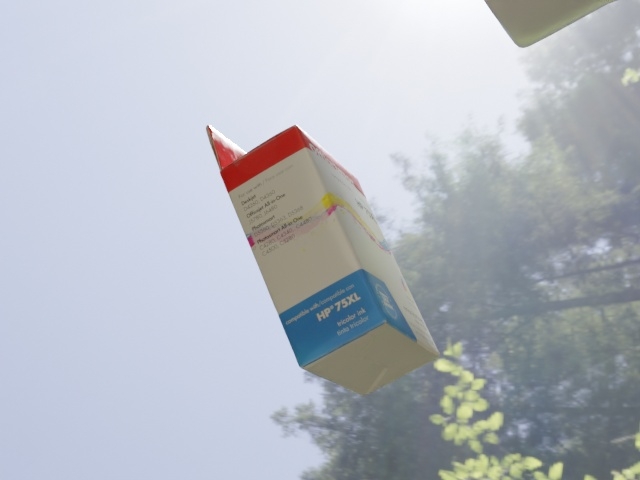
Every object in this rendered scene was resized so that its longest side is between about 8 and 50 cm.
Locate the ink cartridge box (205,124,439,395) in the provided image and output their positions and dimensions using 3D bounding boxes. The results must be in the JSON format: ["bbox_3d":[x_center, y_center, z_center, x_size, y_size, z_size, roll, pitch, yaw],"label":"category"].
[{"bbox_3d":[0.000,0.000,0.883,0.078,0.134,0.231,-30,-116,13],"label":"ink cartridge box"}]

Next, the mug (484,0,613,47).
[{"bbox_3d":[0.203,-0.296,0.607,0.328,0.374,0.276,-28,-104,17],"label":"mug"}]
